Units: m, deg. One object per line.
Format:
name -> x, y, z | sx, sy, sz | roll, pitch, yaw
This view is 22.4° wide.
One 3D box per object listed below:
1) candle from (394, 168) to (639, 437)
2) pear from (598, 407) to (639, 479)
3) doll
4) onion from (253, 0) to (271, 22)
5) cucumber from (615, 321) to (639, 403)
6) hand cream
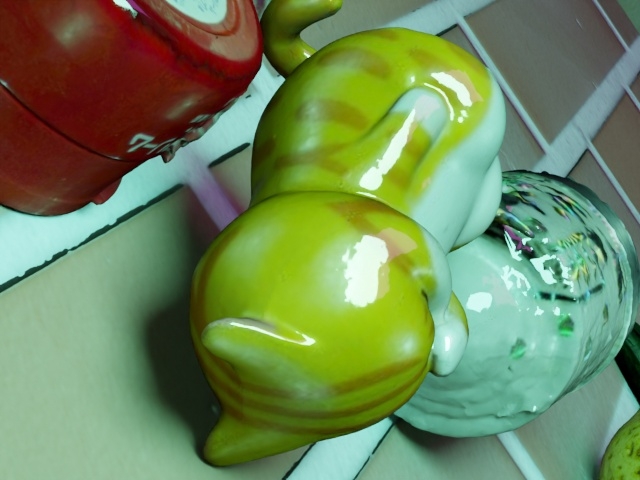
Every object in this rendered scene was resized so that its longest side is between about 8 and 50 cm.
candle -> 0.112, 0.046, 1.167 | 0.187, 0.187, 0.330 | 59, 24, 7
pear -> 0.325, 0.209, 1.404 | 0.178, 0.178, 0.178 | 45, 25, -27
doll -> 0.019, -0.006, 0.946 | 0.166, 0.162, 0.269 | 80, 20, -48
onion -> -0.128, -0.323, 1.226 | 0.314, 0.146, 0.280 | 18, 39, -51
cucumber -> 0.374, 0.193, 1.673 | 0.284, 0.056, 0.056 | 61, 22, 12
hand cream -> -0.151, -0.142, 0.922 | 0.230, 0.149, 0.230 | 43, 24, -25
